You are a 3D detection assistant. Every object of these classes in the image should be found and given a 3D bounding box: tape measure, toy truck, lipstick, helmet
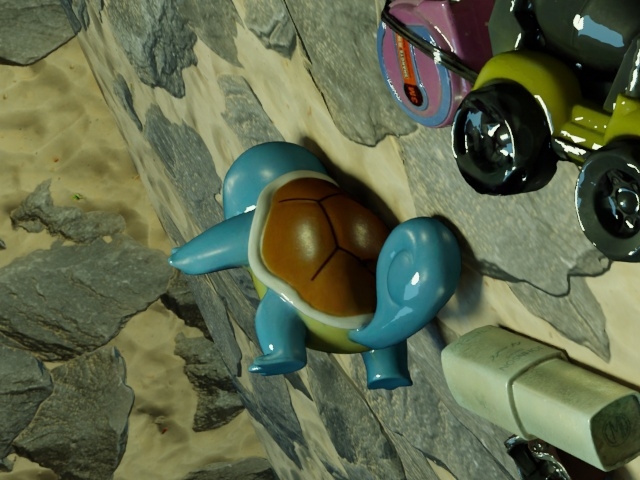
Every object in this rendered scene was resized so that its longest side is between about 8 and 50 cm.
[{"bbox_3d":[0.104,-0.152,1.008,0.125,0.074,0.118,25,136,56],"label":"tape measure"},{"bbox_3d":[0.192,-0.094,0.748,0.224,0.147,0.165,37,129,49],"label":"toy truck"},{"bbox_3d":[0.212,0.146,1.175,0.253,0.079,0.077,16,130,66],"label":"lipstick"},{"bbox_3d":[0.242,0.218,1.216,0.123,0.070,0.098,13,137,59],"label":"helmet"}]

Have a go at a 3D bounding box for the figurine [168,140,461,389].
[{"bbox_3d":[-0.005,0.040,1.414,0.416,0.297,0.243,34,115,54],"label":"figurine"}]
